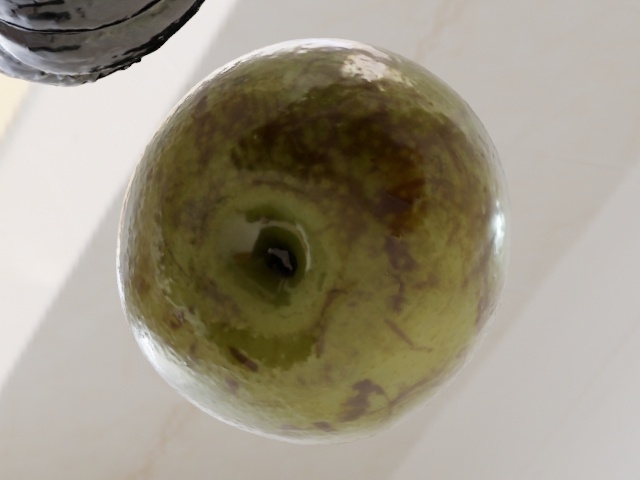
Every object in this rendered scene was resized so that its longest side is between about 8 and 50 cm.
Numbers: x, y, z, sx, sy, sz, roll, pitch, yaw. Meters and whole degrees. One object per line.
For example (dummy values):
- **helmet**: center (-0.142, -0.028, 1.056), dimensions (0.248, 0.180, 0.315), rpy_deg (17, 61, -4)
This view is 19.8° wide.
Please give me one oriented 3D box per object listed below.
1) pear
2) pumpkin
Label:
- **pear**: center (0.000, 0.000, 1.224), dimensions (0.283, 0.283, 0.284), rpy_deg (-6, -99, 46)
- **pumpkin**: center (-0.146, -0.183, 0.941), dimensions (0.162, 0.220, 0.220), rpy_deg (-44, -135, -14)
